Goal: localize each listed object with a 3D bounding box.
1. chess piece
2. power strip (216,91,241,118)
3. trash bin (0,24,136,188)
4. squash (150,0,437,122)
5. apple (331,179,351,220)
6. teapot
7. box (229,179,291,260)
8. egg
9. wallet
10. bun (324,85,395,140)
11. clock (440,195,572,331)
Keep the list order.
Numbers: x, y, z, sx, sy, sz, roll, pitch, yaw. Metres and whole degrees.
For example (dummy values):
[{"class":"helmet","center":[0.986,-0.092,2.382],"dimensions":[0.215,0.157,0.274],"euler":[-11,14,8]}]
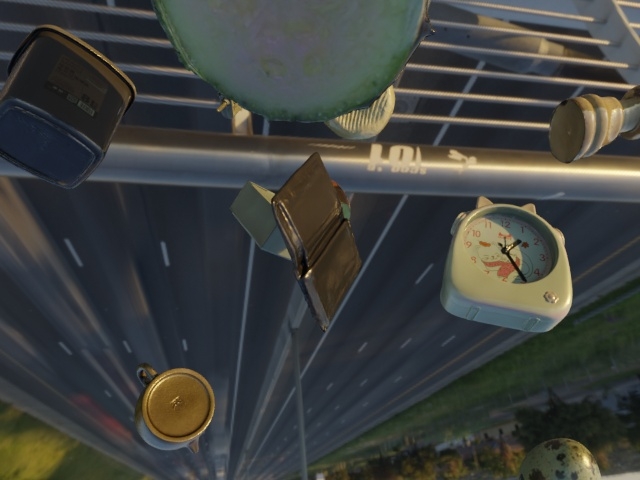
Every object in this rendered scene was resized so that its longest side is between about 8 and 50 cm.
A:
[{"class":"chess piece","center":[0.638,-0.254,0.904],"dimensions":[0.307,0.124,0.139],"euler":[-14,118,2]},{"class":"power strip","center":[-0.193,-0.389,1.122],"dimensions":[0.034,0.268,0.092],"euler":[17,139,11]},{"class":"trash bin","center":[-0.482,-0.258,0.851],"dimensions":[0.182,0.291,0.209],"euler":[-32,133,26]},{"class":"squash","center":[0.004,-0.338,0.491],"dimensions":[0.262,0.385,0.263],"euler":[9,138,8]},{"class":"apple","center":[-0.011,-0.078,1.146],"dimensions":[0.147,0.146,0.163],"euler":[-40,141,-22]},{"class":"teapot","center":[-0.391,0.432,1.165],"dimensions":[0.185,0.268,0.175],"euler":[-31,169,-44]},{"class":"box","center":[-0.124,-0.046,1.370],"dimensions":[0.225,0.225,0.117],"euler":[24,105,-47]},{"class":"egg","center":[0.579,0.577,1.088],"dimensions":[0.176,0.177,0.228],"euler":[-1,119,-10]},{"class":"wallet","center":[0.000,0.000,0.978],"dimensions":[0.041,0.247,0.323],"euler":[-6,120,33]},{"class":"bun","center":[0.089,-0.372,1.185],"dimensions":[0.222,0.223,0.127],"euler":[-12,-175,9]},{"class":"clock","center":[0.428,0.038,1.052],"dimensions":[0.265,0.324,0.109],"euler":[11,147,11]}]
